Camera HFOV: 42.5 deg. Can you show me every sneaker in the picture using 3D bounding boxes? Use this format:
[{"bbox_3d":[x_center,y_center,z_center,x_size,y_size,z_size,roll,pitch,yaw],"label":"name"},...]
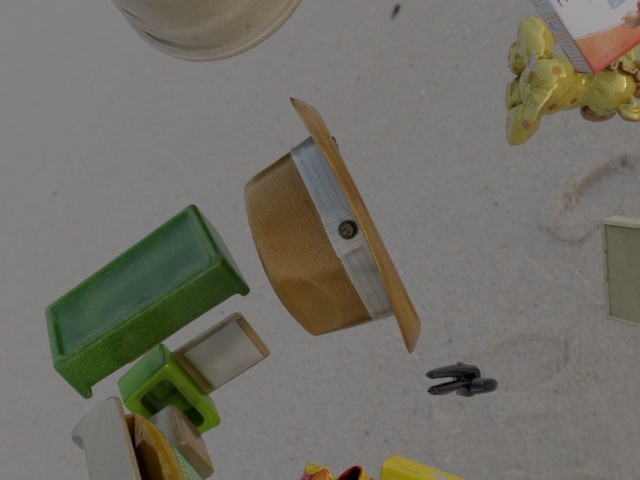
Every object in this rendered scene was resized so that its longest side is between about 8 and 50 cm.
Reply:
[{"bbox_3d":[0.048,0.259,0.798,0.064,0.175,0.067,2,66,45],"label":"sneaker"}]

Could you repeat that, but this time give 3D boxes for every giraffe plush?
[{"bbox_3d":[0.363,-0.223,1.159,0.171,0.210,0.181,3,94,2],"label":"giraffe plush"}]

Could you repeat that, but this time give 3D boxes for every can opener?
[{"bbox_3d":[0.225,0.228,1.363,0.073,0.186,0.059,-21,69,34],"label":"can opener"}]

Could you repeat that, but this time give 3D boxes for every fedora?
[{"bbox_3d":[0.000,0.000,0.568,0.079,0.194,0.194,-26,48,4],"label":"fedora"}]

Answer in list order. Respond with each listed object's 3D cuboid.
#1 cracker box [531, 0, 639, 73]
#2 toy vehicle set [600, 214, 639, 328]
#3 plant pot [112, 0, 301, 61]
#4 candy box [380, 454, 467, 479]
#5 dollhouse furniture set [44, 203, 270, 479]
[{"bbox_3d":[0.278,-0.311,0.847,0.156,0.232,0.067,-36,9,7],"label":"cracker box"},{"bbox_3d":[0.516,0.058,1.197,0.267,0.035,0.166,-163,65,-66],"label":"toy vehicle set"},{"bbox_3d":[-0.204,-0.402,0.937,0.334,0.305,0.333,-1,88,25],"label":"plant pot"},{"bbox_3d":[0.137,0.251,0.650,0.206,0.027,0.105,12,101,31],"label":"candy box"},{"bbox_3d":[-0.071,0.146,0.609,0.151,0.197,0.301,-33,36,-3],"label":"dollhouse furniture set"}]
